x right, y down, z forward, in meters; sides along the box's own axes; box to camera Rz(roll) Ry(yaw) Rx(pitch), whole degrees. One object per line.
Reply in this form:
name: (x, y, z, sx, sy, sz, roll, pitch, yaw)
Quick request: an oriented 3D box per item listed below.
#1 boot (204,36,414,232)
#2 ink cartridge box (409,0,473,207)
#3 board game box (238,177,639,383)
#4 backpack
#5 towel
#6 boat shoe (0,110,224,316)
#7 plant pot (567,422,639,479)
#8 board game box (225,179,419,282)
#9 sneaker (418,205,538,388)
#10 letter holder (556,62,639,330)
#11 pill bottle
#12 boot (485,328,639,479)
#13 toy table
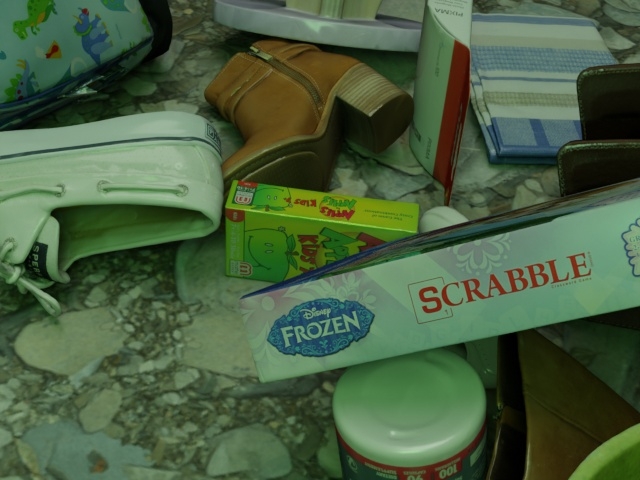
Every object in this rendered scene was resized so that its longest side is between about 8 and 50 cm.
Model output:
boot: (-0.065, -0.132, 1.163, 0.283, 0.109, 0.220, -39, 50, -23)
ink cartridge box: (0.125, -0.155, 1.136, 0.066, 0.189, 0.232, 10, 44, 6)
board game box: (0.150, 0.012, 0.787, 0.318, 0.065, 0.319, -15, 1, 22)
backpack: (-0.348, -0.252, 1.139, 0.356, 0.290, 0.273, -31, 23, -21)
towel: (0.275, -0.189, 1.300, 0.209, 0.034, 0.285, 0, 45, -9)
boat shoe: (-0.267, -0.006, 0.992, 0.367, 0.136, 0.156, -9, 62, -2)
plant pot: (0.243, 0.288, 0.632, 0.276, 0.253, 0.276, 2, 43, -2)
board game box: (0.000, 0.000, 1.031, 0.181, 0.092, 0.043, 8, 43, 3)
sneaker: (0.125, 0.052, 1.008, 0.094, 0.080, 0.212, -22, 48, -6)
letter holder: (0.359, -0.033, 0.951, 0.302, 0.214, 0.152, 10, 41, 32)
pill bottle: (0.070, 0.173, 0.782, 0.108, 0.180, 0.108, -5, 40, 4)
boot: (0.238, 0.140, 0.821, 0.280, 0.096, 0.264, 31, 52, -19)
toy table: (0.015, -0.328, 1.289, 0.274, 0.160, 0.252, 4, 19, -14)
